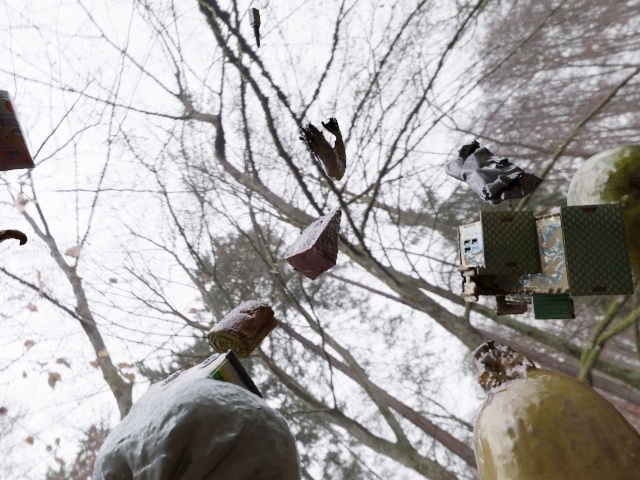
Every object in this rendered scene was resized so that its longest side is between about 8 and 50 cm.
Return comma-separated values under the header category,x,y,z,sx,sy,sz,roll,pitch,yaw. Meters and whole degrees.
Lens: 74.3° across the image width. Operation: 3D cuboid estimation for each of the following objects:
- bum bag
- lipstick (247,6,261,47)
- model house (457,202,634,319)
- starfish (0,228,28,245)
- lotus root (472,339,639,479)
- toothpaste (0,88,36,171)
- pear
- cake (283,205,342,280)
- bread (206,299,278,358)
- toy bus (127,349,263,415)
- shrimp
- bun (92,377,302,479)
category,x,y,z,sx,sy,sz,roll,pitch,yaw
bum bag,0.285,-0.122,0.732,0.087,0.197,0.049,-37,-54,6
lipstick,-0.173,-0.569,1.137,0.025,0.025,0.107,-6,-94,-47
model house,0.379,0.036,0.669,0.271,0.206,0.177,7,-104,-29
starfish,-0.845,0.036,0.949,0.312,0.303,0.112,-10,-68,-42
lotus root,0.254,0.249,0.418,0.170,0.342,0.151,-15,-34,-4
toothpaste,-0.590,-0.205,0.795,0.067,0.042,0.194,-14,-117,-30
pear,0.836,-0.081,1.118,0.414,0.352,0.351,23,-97,-55
cake,0.000,0.000,1.184,0.112,0.116,0.295,54,-152,-19
bread,-0.214,0.243,1.180,0.172,0.132,0.103,-42,-52,-56
toy bus,-0.306,0.388,0.957,0.143,0.306,0.179,59,-152,-7
shrimp,0.032,-0.328,1.409,0.289,0.075,0.177,45,-127,-44
bun,-0.190,0.407,0.690,0.355,0.194,0.353,0,-72,-1
